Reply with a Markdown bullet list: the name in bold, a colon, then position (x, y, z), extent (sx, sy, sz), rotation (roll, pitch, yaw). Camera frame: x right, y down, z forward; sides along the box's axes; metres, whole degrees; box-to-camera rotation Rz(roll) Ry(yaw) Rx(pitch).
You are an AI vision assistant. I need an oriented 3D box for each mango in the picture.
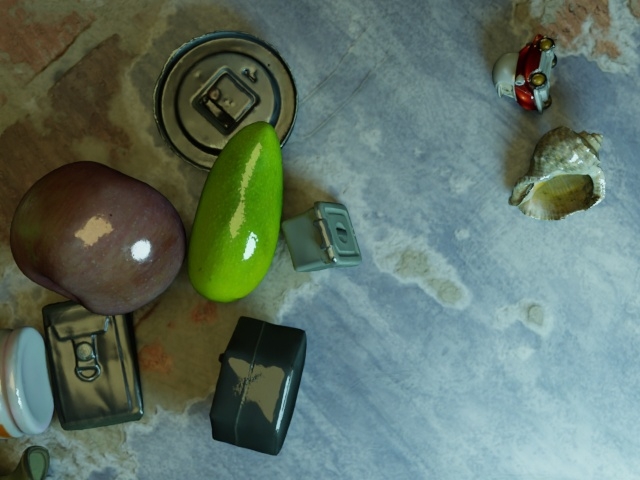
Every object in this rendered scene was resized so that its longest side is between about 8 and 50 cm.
- **mango**: position (-0.145, -0.049, 1.777), extent (0.156, 0.192, 0.343), rotation (9, 105, -19)

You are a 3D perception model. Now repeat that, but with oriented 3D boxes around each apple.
- **apple**: position (-0.396, 0.000, 1.763), extent (0.305, 0.306, 0.235), rotation (28, 72, 6)

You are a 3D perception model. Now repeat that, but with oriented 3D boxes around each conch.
- **conch**: position (0.436, -0.115, 1.795), extent (0.207, 0.130, 0.155), rotation (-42, 70, 14)

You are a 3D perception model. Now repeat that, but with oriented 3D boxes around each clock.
- **clock**: position (-0.178, -0.262, 1.888), extent (0.280, 0.055, 0.281), rotation (0, 85, 4)

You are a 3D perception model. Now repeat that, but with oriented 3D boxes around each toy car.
- **toy car**: position (0.375, -0.311, 1.837), extent (0.112, 0.112, 0.139), rotation (7, 75, 20)

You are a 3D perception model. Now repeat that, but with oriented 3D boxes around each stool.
- **stool**: position (-0.110, 0.257, 1.758), extent (0.141, 0.232, 0.232), rotation (13, 86, 3)

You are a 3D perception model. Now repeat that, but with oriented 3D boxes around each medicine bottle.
- **medicine bottle**: position (-0.667, 0.274, 1.801), extent (0.315, 0.202, 0.202), rotation (-8, 85, 3)

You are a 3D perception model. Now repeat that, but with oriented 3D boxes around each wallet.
- **wallet**: position (-0.425, 0.228, 1.860), extent (0.168, 0.052, 0.245), rotation (-9, 87, -5)

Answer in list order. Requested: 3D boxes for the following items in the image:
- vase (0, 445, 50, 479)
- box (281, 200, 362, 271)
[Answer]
- **vase**: position (-0.632, 0.540, 1.789), extent (0.302, 0.241, 0.329), rotation (-6, 113, -10)
- **box**: position (0.000, 0.000, 1.803), extent (0.092, 0.172, 0.124), rotation (-19, 82, 18)
